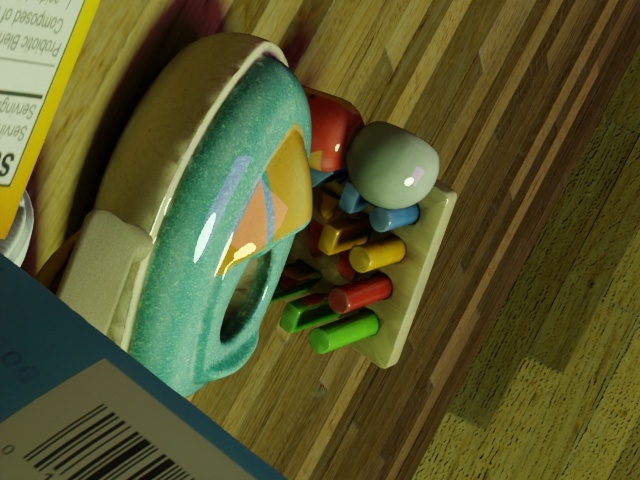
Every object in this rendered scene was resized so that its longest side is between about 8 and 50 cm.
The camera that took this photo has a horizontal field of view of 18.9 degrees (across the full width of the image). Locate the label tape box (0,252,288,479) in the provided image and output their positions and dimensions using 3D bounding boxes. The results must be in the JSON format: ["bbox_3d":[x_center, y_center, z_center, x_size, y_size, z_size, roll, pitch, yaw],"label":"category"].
[{"bbox_3d":[-0.132,0.184,0.788,0.115,0.249,0.348,-37,151,-38],"label":"label tape box"}]

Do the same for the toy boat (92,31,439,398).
[{"bbox_3d":[-0.036,-0.029,1.310,0.318,0.148,0.268,-40,152,-55],"label":"toy boat"}]

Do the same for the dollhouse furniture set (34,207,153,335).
[{"bbox_3d":[-0.226,0.116,1.075,0.197,0.151,0.302,-50,-161,50],"label":"dollhouse furniture set"}]

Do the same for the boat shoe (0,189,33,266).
[{"bbox_3d":[-0.252,0.050,0.851,0.302,0.109,0.094,-37,167,-43],"label":"boat shoe"}]

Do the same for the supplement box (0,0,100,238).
[{"bbox_3d":[-0.151,-0.194,0.566,0.357,0.195,0.194,-67,165,8],"label":"supplement box"}]

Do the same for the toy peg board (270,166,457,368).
[{"bbox_3d":[0.000,0.000,1.486,0.079,0.161,0.161,-18,134,-50],"label":"toy peg board"}]
